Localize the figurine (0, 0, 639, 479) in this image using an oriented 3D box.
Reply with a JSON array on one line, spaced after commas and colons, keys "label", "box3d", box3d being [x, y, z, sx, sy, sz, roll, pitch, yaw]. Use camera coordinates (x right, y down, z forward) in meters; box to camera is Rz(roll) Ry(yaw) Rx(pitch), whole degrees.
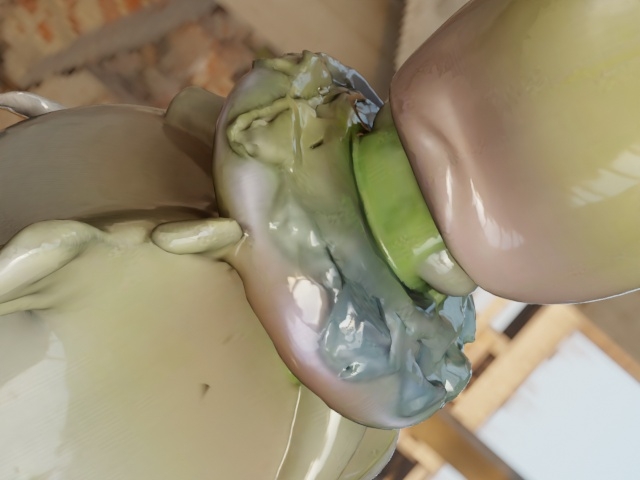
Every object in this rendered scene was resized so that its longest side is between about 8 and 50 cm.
[{"label": "figurine", "box3d": [0.000, 0.000, 0.548, 0.394, 0.227, 0.274, -24, 169, 27]}]
